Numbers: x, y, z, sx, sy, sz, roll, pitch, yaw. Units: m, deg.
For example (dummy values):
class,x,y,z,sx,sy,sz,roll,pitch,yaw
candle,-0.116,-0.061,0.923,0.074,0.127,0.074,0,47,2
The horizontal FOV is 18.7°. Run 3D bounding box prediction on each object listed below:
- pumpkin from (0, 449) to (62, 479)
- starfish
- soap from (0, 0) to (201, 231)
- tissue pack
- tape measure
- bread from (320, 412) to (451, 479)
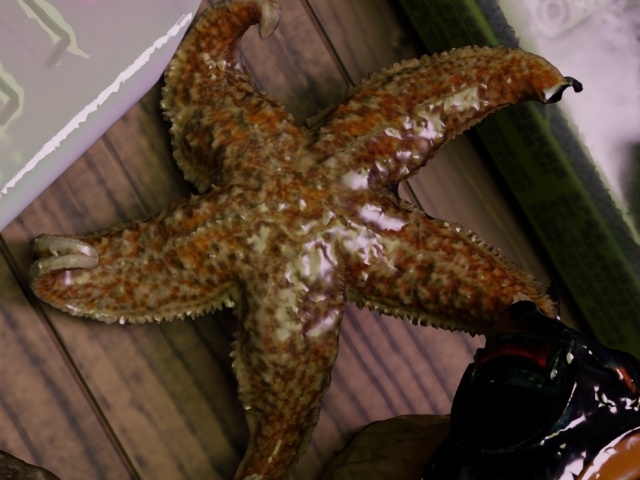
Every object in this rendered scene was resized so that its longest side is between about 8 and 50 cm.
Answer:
class,x,y,z,sx,sy,sz,roll,pitch,yaw
pumpkin,-0.191,0.209,1.008,0.219,0.162,0.219,3,80,-19
starfish,0.001,0.002,1.121,0.303,0.113,0.312,21,79,12
soap,-0.211,-0.116,1.072,0.208,0.115,0.347,49,67,-11
tissue pack,0.249,-0.096,1.265,0.288,0.124,0.394,-34,97,-22
tape measure,0.139,0.167,1.023,0.202,0.135,0.223,27,74,-33
bread,0.097,0.223,1.143,0.227,0.142,0.253,9,77,-29
